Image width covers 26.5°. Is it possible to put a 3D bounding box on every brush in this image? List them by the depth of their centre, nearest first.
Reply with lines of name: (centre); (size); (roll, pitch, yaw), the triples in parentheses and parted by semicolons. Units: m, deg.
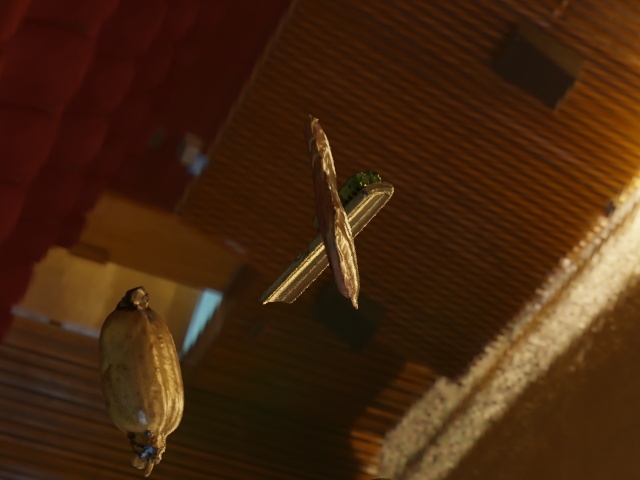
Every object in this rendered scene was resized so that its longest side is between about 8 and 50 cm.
brush: (0.000, 0.000, 1.740); (0.282, 0.054, 0.048); (-49, -128, 44)

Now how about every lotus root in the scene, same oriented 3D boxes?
lotus root: (-0.144, 0.113, 1.088); (0.072, 0.063, 0.151); (32, 49, -71)

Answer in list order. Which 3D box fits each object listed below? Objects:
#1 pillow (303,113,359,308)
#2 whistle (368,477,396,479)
pillow: (0.012, -0.037, 1.509); (0.135, 0.034, 0.211); (71, 6, -47)
whistle: (0.153, 0.443, 2.103); (0.141, 0.294, 0.141); (-42, -139, 53)
